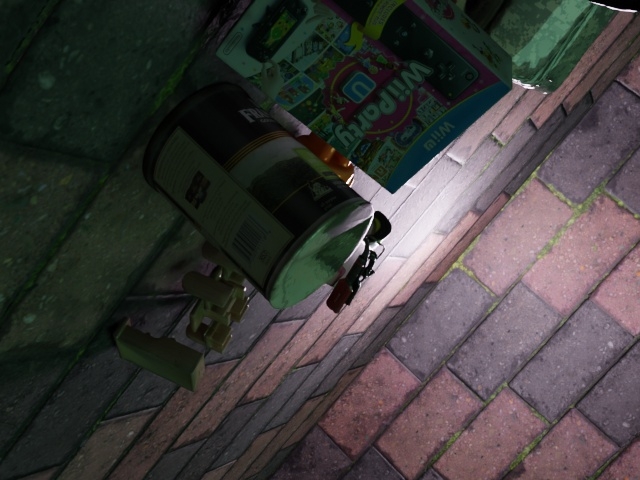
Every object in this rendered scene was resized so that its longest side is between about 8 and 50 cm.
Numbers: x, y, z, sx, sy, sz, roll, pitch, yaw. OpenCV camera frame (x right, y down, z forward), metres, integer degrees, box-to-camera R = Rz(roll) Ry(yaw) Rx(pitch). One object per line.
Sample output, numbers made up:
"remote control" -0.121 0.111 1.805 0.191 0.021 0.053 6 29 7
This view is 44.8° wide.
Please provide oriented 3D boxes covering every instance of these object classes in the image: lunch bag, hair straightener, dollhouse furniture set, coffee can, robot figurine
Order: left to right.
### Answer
"dollhouse furniture set" -0.254 0.135 1.470 0.212 0.161 0.242 101 14 -58
"coffee can" -0.090 -0.065 1.121 0.201 0.275 0.201 -41 161 -17
"robot figurine" -0.025 -0.105 1.423 0.219 0.128 0.158 -57 170 26
"hair straightener" 0.082 0.065 1.681 0.089 0.047 0.230 -30 152 -40
"lunch bag" 0.423 -0.464 1.561 0.256 0.212 0.305 6 127 -47

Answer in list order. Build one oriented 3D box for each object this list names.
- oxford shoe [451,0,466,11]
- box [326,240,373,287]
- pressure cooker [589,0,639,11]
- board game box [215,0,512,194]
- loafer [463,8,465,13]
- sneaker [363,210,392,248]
"oxford shoe" 0.190 -0.425 1.263 0.130 0.123 0.348 -59 168 -54
"box" 0.000 0.000 1.657 0.127 0.148 0.232 -47 161 3
"pressure cooker" 0.567 -0.618 1.231 0.420 0.376 0.370 -48 169 -16
"board game box" 0.057 -0.235 0.985 0.224 0.303 0.097 -43 -161 34
"loafer" 0.222 -0.410 1.451 0.170 0.062 0.061 -35 149 -53
"sneaker" 0.057 0.038 1.937 0.300 0.111 0.121 -30 160 -36
